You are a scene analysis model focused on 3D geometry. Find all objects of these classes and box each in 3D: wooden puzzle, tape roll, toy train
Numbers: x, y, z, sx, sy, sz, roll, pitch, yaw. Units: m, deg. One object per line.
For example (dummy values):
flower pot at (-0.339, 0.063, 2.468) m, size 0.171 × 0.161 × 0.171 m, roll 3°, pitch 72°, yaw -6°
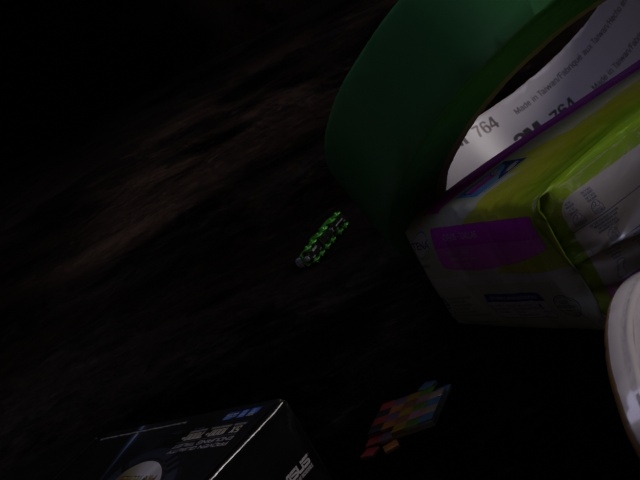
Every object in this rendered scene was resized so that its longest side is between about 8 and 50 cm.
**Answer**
wooden puzzle at (0.054, 0.109, 1.132) m, size 0.049 × 0.006 × 0.083 m, roll -23°, pitch 16°, yaw 25°
tape roll at (0.151, -0.123, 1.253) m, size 0.321 × 0.077 × 0.321 m, roll -33°, pitch -22°, yaw -15°
toy train at (0.000, 0.000, 1.592) m, size 0.024 × 0.017 × 0.083 m, roll -31°, pitch 11°, yaw 35°

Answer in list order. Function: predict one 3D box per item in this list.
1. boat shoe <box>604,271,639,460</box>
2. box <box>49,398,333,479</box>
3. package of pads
boat shoe at (0.210, 0.038, 0.888) m, size 0.096 × 0.098 × 0.277 m, roll -23°, pitch 14°, yaw 27°
box at (-0.102, 0.175, 1.065) m, size 0.180 × 0.077 × 0.147 m, roll -15°, pitch 21°, yaw 43°
package of pads at (0.223, -0.057, 1.145) m, size 0.296 × 0.101 × 0.229 m, roll -34°, pitch 8°, yaw -16°
